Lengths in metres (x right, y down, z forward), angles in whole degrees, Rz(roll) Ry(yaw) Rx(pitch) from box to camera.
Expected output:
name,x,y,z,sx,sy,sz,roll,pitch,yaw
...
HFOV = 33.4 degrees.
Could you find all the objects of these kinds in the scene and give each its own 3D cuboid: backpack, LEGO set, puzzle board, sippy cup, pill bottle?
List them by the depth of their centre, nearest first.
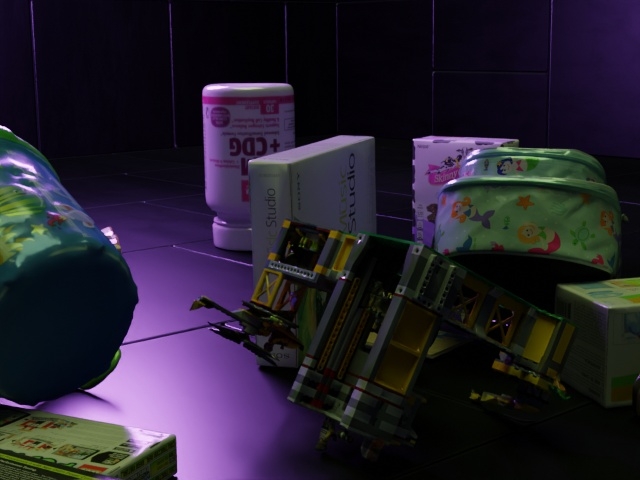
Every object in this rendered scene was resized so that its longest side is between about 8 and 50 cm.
name,x,y,z,sx,sy,sz,roll,pitch,yaw
LEGO set,0.056,0.113,1.002,0.255,0.192,0.331,29,-9,-41
sippy cup,-0.299,0.033,1.007,0.224,0.240,0.305,31,17,39
backpack,0.239,-0.005,1.233,0.225,0.191,0.253,4,-11,15
puzzle board,0.102,0.118,1.261,0.128,0.011,0.096,8,13,37
pill bottle,-0.124,-0.132,1.872,0.160,0.283,0.160,-1,11,0

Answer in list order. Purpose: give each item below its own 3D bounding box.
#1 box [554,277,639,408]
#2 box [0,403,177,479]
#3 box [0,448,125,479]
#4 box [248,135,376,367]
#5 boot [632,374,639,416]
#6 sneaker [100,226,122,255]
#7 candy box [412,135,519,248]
name,x,y,z,sx,sy,sz,roll,pitch,yaw
box,0.358,0.098,1.097,0.203,0.103,0.114,-4,11,-15
box,-0.236,0.179,0.882,0.207,0.036,0.114,5,12,26
box,-0.288,0.201,0.711,0.270,0.060,0.216,6,12,29
box,0.000,0.000,1.300,0.059,0.232,0.322,2,11,20
boot,0.403,0.142,0.976,0.198,0.077,0.137,-23,40,-10
sneaker,-0.363,0.022,1.687,0.086,0.064,0.192,-11,13,-15
candy box,0.239,-0.072,1.766,0.165,0.196,0.070,6,12,33
